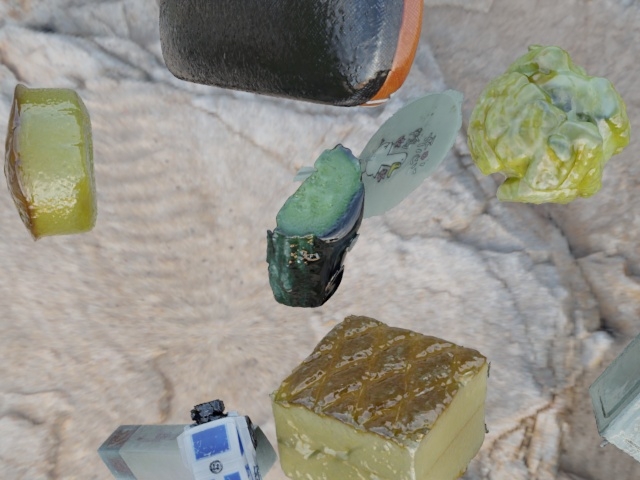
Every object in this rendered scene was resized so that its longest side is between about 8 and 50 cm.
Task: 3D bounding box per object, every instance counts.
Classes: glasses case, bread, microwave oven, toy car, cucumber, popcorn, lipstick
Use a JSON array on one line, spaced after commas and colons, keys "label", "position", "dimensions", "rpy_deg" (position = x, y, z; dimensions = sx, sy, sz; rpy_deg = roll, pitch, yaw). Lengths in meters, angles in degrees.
[{"label": "glasses case", "position": [-0.031, -0.142, 0.623], "dimensions": [0.067, 0.267, 0.103], "rpy_deg": [1, 102, -34]}, {"label": "bread", "position": [0.099, 0.290, 1.640], "dimensions": [0.279, 0.279, 0.207], "rpy_deg": [13, 125, 28]}, {"label": "microwave oven", "position": [0.437, 0.199, 1.153], "dimensions": [0.205, 0.129, 0.163], "rpy_deg": [36, 112, -5]}, {"label": "toy car", "position": [-0.099, 0.254, 1.061], "dimensions": [0.080, 0.070, 0.170], "rpy_deg": [-17, 83, 2]}, {"label": "cucumber", "position": [0.000, 0.000, 1.138], "dimensions": [0.086, 0.193, 0.115], "rpy_deg": [35, 52, 18]}, {"label": "popcorn", "position": [0.266, -0.132, 1.175], "dimensions": [0.187, 0.167, 0.185], "rpy_deg": [-32, 73, -28]}, {"label": "lipstick", "position": [-0.236, 0.366, 1.720], "dimensions": [0.076, 0.371, 0.080], "rpy_deg": [-47, 116, -42]}, {"label": "bread", "position": [-0.462, -0.134, 1.709], "dimensions": [0.148, 0.270, 0.270], "rpy_deg": [-5, 85, -10]}]

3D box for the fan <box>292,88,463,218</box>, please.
[{"label": "fan", "position": [0.066, -0.122, 1.531], "dimensions": [0.012, 0.415, 0.233], "rpy_deg": [39, 65, -25]}]
